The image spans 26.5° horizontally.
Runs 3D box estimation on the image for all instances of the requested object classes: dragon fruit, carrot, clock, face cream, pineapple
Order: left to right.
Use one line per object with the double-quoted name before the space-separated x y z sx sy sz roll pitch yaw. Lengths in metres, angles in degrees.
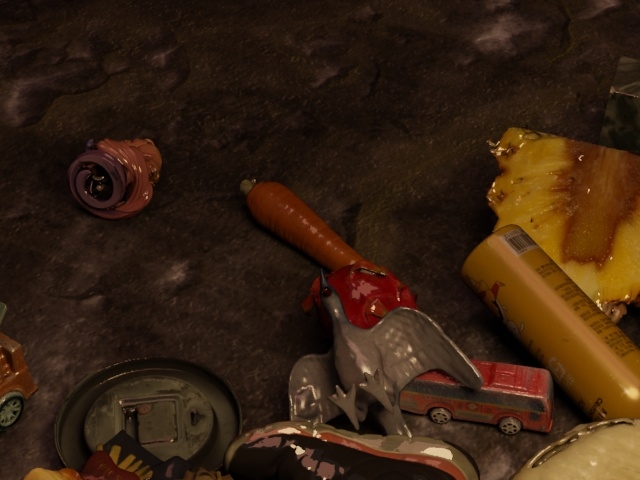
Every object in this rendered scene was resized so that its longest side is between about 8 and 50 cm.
"clock" -0.205 0.232 1.630 0.225 0.049 0.226 1 40 -1
"carrot" 0.000 0.000 1.905 0.069 0.069 0.336 -31 52 -32
"dragon fruit" 0.053 0.087 1.742 0.166 0.133 0.136 31 51 35
"face cream" 0.321 0.133 1.674 0.105 0.105 0.349 -27 61 -29
"pineapple" 0.383 0.020 1.838 0.344 0.286 0.209 16 0 28

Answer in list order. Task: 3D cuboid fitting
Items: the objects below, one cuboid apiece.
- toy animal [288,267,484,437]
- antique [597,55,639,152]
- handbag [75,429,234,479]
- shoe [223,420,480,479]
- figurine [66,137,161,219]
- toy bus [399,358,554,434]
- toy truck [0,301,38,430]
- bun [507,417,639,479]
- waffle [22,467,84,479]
"toy animal" 0.060 0.156 1.618 0.239 0.255 0.176 -23 15 11
"antique" 0.462 -0.170 2.015 0.086 0.183 0.088 15 49 12
"handbag" -0.175 0.363 1.380 0.303 0.122 0.329 29 46 18
"shoe" 0.031 0.288 1.522 0.290 0.114 0.137 8 45 3
"figurine" -0.282 -0.103 1.986 0.126 0.114 0.157 52 48 3
"toy bus" 0.191 0.185 1.666 0.192 0.077 0.065 7 43 10
"toy truck" -0.498 0.192 1.567 0.133 0.184 0.338 25 45 28
"bun" 0.320 0.354 1.352 0.359 0.211 0.360 -15 38 12
"waffle" -0.266 0.413 1.190 0.261 0.114 0.376 36 86 22
